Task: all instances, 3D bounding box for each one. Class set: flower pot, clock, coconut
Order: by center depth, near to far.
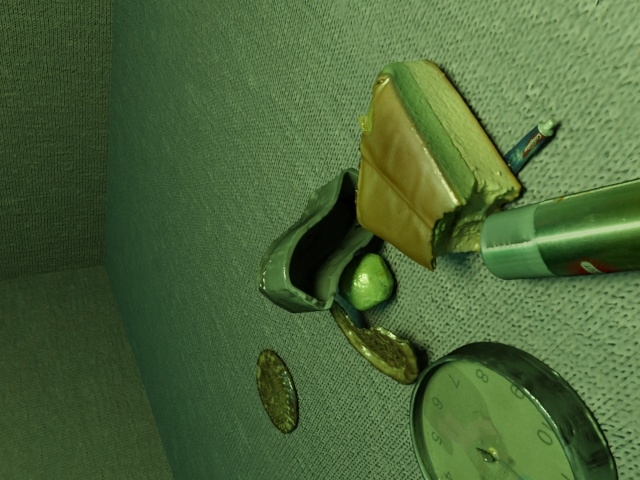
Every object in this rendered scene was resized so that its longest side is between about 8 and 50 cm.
[{"bbox_3d":[0.221,0.269,0.646,0.280,0.055,0.280,21,115,55],"label":"clock"},{"bbox_3d":[0.000,0.000,0.791,0.103,0.229,0.108,41,152,-16],"label":"flower pot"},{"bbox_3d":[0.067,0.067,0.810,0.096,0.088,0.088,-26,74,28],"label":"coconut"}]

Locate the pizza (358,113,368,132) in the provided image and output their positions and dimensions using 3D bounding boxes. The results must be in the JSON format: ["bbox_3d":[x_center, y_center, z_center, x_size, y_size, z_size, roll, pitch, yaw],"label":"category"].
[{"bbox_3d":[0.097,-0.167,0.756,0.123,0.026,0.108,63,141,27],"label":"pizza"}]

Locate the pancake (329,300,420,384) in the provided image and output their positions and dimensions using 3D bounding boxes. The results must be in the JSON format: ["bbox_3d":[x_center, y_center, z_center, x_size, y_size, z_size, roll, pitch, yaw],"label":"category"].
[{"bbox_3d":[0.082,0.152,0.802,0.184,0.020,0.190,53,156,2],"label":"pancake"}]

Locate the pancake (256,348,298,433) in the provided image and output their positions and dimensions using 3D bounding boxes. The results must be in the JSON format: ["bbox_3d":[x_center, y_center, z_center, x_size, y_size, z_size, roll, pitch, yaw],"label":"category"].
[{"bbox_3d":[-0.106,0.354,1.212,0.199,0.021,0.199,22,116,54],"label":"pancake"}]

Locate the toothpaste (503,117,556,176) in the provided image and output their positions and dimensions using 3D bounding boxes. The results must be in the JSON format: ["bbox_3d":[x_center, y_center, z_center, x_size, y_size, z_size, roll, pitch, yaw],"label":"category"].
[{"bbox_3d":[0.230,-0.104,0.568,0.027,0.019,0.083,66,152,20],"label":"toothpaste"}]

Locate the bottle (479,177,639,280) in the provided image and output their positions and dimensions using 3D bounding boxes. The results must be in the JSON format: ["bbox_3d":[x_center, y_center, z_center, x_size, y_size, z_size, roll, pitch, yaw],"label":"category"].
[{"bbox_3d":[0.276,-0.013,0.462,0.286,0.082,0.082,-15,86,58],"label":"bottle"}]

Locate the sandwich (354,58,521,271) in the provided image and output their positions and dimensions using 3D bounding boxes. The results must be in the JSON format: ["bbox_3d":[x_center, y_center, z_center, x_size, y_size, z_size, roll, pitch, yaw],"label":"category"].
[{"bbox_3d":[0.140,-0.093,0.624,0.186,0.108,0.220,36,132,49],"label":"sandwich"}]
